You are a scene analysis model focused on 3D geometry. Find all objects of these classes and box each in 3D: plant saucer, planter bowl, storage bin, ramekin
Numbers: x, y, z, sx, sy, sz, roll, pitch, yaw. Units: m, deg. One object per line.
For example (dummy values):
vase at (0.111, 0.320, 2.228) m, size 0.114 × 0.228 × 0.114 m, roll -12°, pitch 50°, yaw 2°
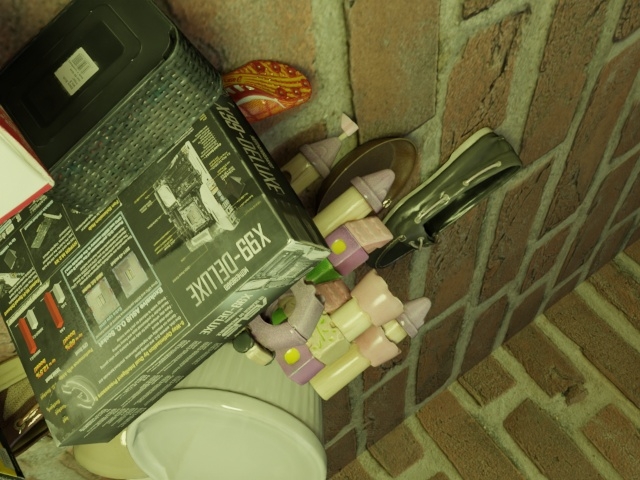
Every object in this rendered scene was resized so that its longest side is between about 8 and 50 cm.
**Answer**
plant saucer at (0.064, -0.089, 1.193) m, size 0.199 × 0.036 × 0.198 m, roll -31°, pitch 153°, yaw -18°
planter bowl at (-0.283, 0.265, 1.166) m, size 0.162 × 0.162 × 0.109 m, roll -8°, pitch 112°, yaw -49°
storage bin at (-0.192, -0.127, 0.676) m, size 0.180 × 0.122 × 0.084 m, roll -43°, pitch 155°, yaw 4°
ramekin at (-0.118, 0.250, 1.068) m, size 0.127 × 0.273 × 0.273 m, roll -79°, pitch -173°, yaw -45°

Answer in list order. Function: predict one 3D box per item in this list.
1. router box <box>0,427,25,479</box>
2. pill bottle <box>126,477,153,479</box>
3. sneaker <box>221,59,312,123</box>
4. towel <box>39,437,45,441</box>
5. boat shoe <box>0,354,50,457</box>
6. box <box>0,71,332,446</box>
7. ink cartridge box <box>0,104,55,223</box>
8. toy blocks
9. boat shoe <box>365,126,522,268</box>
router box at (-0.396, 0.181, 0.820) m, size 0.046 × 0.179 × 0.133 m, roll -35°, pitch 155°, yaw -7°
pill bottle at (-0.285, 0.486, 1.480) m, size 0.162 × 0.162 × 0.278 m, roll -28°, pitch 151°, yaw -25°
sneaker at (-0.090, -0.154, 0.865) m, size 0.175 × 0.064 × 0.067 m, roll -18°, pitch 162°, yaw -27°
towel at (-0.472, 0.305, 1.095) m, size 0.152 × 0.023 × 0.113 m, roll -35°, pitch 153°, yaw -12°
boat shoe at (-0.282, 0.172, 1.025) m, size 0.342 × 0.123 × 0.123 m, roll -27°, pitch 151°, yaw -28°
box at (-0.174, 0.008, 0.743) m, size 0.307 × 0.242 × 0.076 m, roll -41°, pitch 155°, yaw 15°
ink cartridge box at (-0.303, -0.082, 0.464) m, size 0.172 × 0.237 × 0.100 m, roll -38°, pitch 157°, yaw -7°
toy blocks at (0.000, 0.000, 0.965) m, size 0.260 × 0.288 × 0.309 m, roll -39°, pitch 152°, yaw 2°
boat shoe at (0.214, -0.055, 1.385) m, size 0.335 × 0.095 × 0.112 m, roll -46°, pitch 154°, yaw 11°
